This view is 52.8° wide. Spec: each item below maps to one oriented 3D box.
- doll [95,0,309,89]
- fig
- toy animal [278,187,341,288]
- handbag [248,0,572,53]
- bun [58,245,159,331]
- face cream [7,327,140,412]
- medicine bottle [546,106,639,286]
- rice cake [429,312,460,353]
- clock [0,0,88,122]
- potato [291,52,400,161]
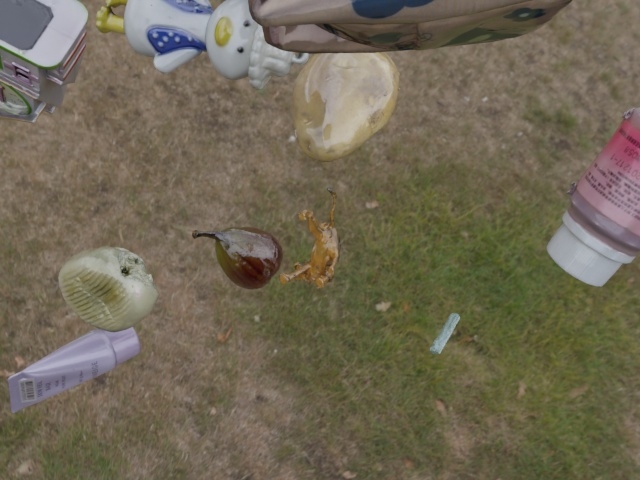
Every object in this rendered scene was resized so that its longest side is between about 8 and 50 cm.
[{"bbox_3d":[-0.156,-0.281,0.864,0.293,0.119,0.138,17,91,7],"label":"doll"},{"bbox_3d":[-0.234,0.024,1.756,0.274,0.170,0.145,31,9,-38],"label":"fig"},{"bbox_3d":[0.007,0.005,1.339,0.114,0.255,0.116,28,33,13],"label":"toy animal"},{"bbox_3d":[0.031,-0.234,0.376,0.193,0.190,0.251,-12,99,7],"label":"handbag"},{"bbox_3d":[-0.404,0.082,1.271,0.178,0.193,0.128,54,37,-14],"label":"bun"},{"bbox_3d":[-0.523,0.261,1.365,0.274,0.154,0.096,-27,67,-37],"label":"face cream"},{"bbox_3d":[0.435,-0.057,0.916,0.147,0.247,0.147,21,29,-12],"label":"medicine bottle"},{"bbox_3d":[0.281,0.209,1.453,0.121,0.022,0.021,-50,118,-36],"label":"rice cake"},{"bbox_3d":[-0.548,-0.327,1.143,0.235,0.309,0.166,26,69,-12],"label":"clock"},{"bbox_3d":[0.031,-0.224,0.985,0.161,0.128,0.235,32,62,24],"label":"potato"}]
